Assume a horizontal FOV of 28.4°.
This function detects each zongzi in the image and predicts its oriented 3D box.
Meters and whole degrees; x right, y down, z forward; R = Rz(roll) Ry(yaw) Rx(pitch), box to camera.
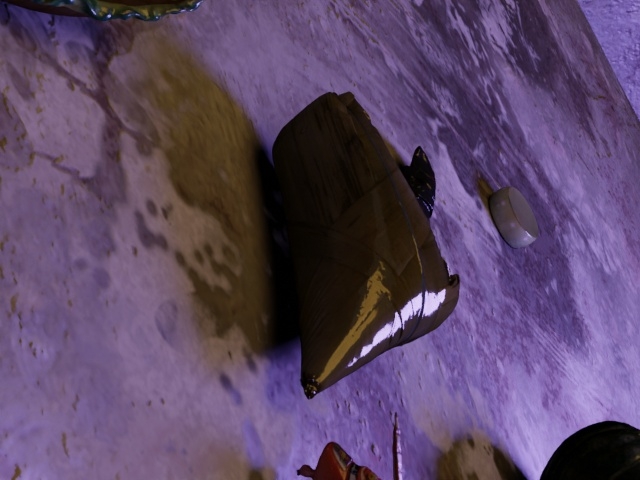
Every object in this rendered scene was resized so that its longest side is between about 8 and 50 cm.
[{"bbox_3d":[0.000,0.000,1.047,0.256,0.115,0.228,-24,85,-56],"label":"zongzi"}]

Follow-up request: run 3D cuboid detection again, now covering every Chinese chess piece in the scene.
[{"bbox_3d":[0.257,-0.031,1.687,0.084,0.034,0.084,44,31,-35],"label":"Chinese chess piece"}]

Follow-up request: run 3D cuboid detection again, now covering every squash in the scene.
[{"bbox_3d":[0.320,0.288,1.309,0.218,0.172,0.218,35,11,-8],"label":"squash"}]

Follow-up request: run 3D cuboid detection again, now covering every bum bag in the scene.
[{"bbox_3d":[0.110,-0.056,1.401,0.124,0.034,0.058,-83,155,-50],"label":"bum bag"}]

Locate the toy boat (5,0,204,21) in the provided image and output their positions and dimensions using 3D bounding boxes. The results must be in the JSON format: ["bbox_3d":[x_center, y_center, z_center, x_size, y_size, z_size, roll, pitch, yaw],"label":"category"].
[{"bbox_3d":[-0.182,-0.205,0.867,0.293,0.099,0.108,17,52,-50],"label":"toy boat"}]

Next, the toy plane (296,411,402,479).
[{"bbox_3d":[0.046,0.238,0.936,0.194,0.077,0.126,63,26,-23],"label":"toy plane"}]
